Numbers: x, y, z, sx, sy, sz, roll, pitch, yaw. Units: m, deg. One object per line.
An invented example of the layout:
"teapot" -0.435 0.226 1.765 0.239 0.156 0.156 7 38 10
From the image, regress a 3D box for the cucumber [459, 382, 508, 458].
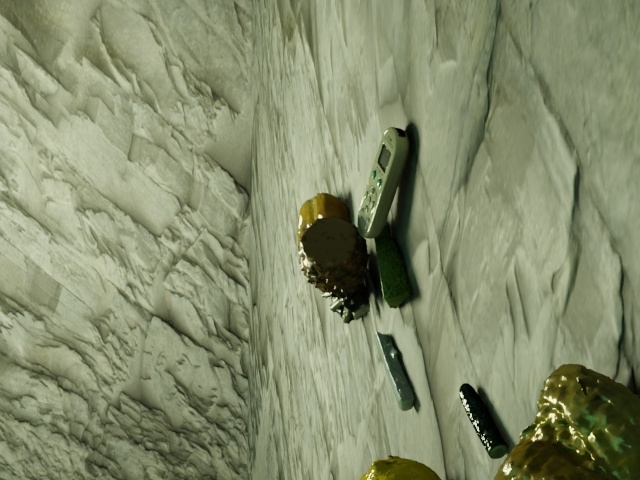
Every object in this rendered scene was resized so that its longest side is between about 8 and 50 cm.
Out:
"cucumber" 0.230 0.256 1.178 0.133 0.032 0.032 -114 25 -53

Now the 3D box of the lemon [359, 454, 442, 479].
"lemon" 0.134 0.452 1.319 0.206 0.173 0.173 65 158 20

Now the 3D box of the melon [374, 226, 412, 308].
"melon" 0.126 0.037 1.570 0.262 0.053 0.114 -103 -1 -48

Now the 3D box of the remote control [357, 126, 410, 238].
"remote control" 0.116 -0.103 1.496 0.078 0.042 0.221 -113 36 -56

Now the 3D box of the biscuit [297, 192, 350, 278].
"biscuit" -0.001 0.000 1.940 0.274 0.091 0.213 141 127 -70

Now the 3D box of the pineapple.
"pineapple" 0.041 0.078 1.675 0.170 0.141 0.310 60 174 28

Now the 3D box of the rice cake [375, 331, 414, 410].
"rice cake" 0.139 0.241 1.539 0.180 0.030 0.042 -109 16 -49

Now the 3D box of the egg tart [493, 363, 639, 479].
"egg tart" 0.273 0.321 0.791 0.339 0.153 0.352 -125 34 -60
